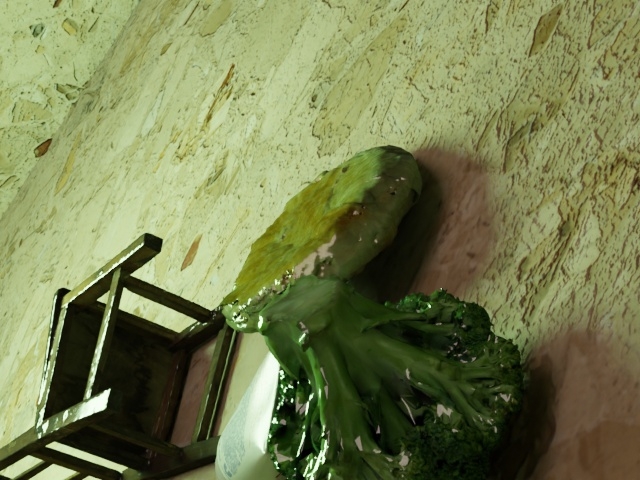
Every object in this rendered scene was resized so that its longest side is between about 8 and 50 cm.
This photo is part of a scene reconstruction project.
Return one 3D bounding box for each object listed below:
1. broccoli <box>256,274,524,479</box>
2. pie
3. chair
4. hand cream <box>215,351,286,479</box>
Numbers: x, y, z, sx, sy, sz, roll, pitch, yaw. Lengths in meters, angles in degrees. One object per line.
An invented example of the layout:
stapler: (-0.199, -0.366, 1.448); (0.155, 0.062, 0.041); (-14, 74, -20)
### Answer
broccoli: (0.045, 0.143, 1.269); (0.261, 0.241, 0.269); (-8, 28, 42)
pie: (0.000, 0.000, 1.619); (0.306, 0.071, 0.306); (-43, 12, 11)
chair: (-0.276, 0.190, 1.886); (0.416, 0.203, 0.240); (-28, 46, 48)
hand cream: (-0.057, 0.190, 1.478); (0.248, 0.083, 0.133); (109, 170, -63)
